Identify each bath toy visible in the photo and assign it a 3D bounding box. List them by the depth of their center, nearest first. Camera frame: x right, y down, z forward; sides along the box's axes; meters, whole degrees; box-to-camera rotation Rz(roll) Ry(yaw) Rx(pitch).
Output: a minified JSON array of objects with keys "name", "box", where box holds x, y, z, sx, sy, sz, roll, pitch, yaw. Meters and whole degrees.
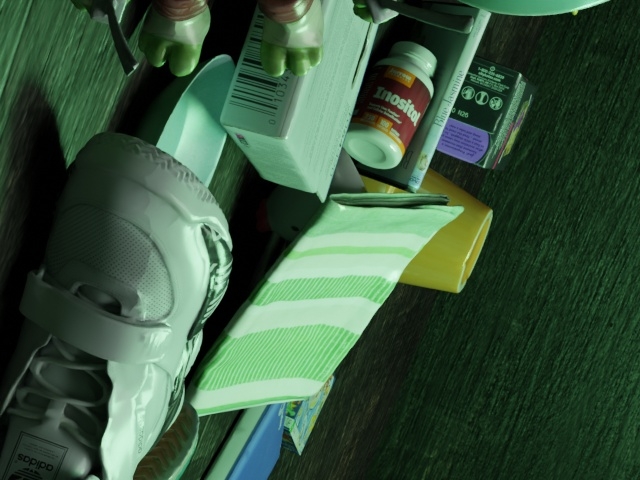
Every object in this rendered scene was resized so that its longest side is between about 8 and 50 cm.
[{"name":"bath toy","box":[0.000,0.000,2.004,0.129,0.151,0.348,-25,165,-3]}]

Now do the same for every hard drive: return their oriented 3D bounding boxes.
[{"name":"hard drive","box":[-0.132,0.352,2.279,0.210,0.040,0.318,99,17,-51]}]

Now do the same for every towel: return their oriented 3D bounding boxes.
[{"name":"towel","box":[-0.002,0.072,1.914,0.248,0.038,0.325,-2,137,-53]}]

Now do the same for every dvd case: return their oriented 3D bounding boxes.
[{"name":"dvd case","box":[0.129,-0.191,2.253,0.253,0.022,0.180,-68,-156,1]}]

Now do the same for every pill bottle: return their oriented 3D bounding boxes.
[{"name":"pill bottle","box":[0.089,-0.172,2.168,0.086,0.086,0.152,90,24,-64]}]

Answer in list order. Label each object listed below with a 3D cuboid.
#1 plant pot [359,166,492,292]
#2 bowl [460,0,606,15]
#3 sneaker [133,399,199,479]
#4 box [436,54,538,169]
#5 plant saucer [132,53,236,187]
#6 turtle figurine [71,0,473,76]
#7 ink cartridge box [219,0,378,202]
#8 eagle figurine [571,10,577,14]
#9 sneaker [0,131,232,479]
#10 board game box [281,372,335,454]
[{"name":"plant pot","box":[0.132,-0.019,2.422,0.205,0.188,0.205,23,90,-80]},{"name":"bowl","box":[0.262,-0.424,2.043,0.311,0.312,0.163,-60,151,-35]},{"name":"sneaker","box":[-0.213,0.255,1.507,0.302,0.108,0.121,-48,160,-39]},{"name":"box","box":[0.204,-0.194,2.482,0.270,0.165,0.143,-5,117,-79]},{"name":"plant saucer","box":[-0.127,-0.068,1.424,0.195,0.037,0.195,22,90,-79]},{"name":"turtle figurine","box":[-0.060,-0.159,1.155,0.198,0.274,0.266,-30,166,-9]},{"name":"ink cartridge box","box":[0.004,-0.218,1.593,0.330,0.071,0.324,64,42,-81]},{"name":"eagle figurine","box":[0.297,-0.400,2.266,0.226,0.225,0.298,-58,-175,-8]},{"name":"sneaker","box":[-0.173,0.100,1.262,0.365,0.137,0.210,106,9,-49]},{"name":"board game box","box":[-0.025,0.239,2.597,0.201,0.035,0.136,77,37,-73]}]
